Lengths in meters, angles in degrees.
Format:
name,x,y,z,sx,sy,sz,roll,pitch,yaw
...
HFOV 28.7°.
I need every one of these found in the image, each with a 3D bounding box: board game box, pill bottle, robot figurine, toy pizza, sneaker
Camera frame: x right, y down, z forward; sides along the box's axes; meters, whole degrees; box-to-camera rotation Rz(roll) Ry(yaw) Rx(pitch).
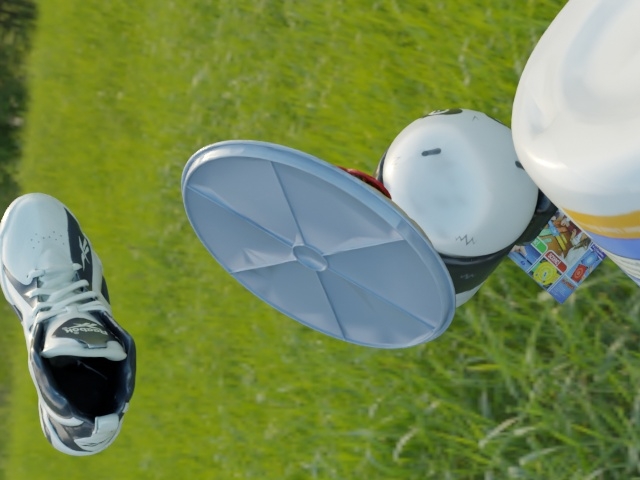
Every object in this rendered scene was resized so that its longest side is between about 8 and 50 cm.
name,x,y,z,sx,sy,sz,roll,pitch,yaw
board game box,0.292,-0.021,1.578,0.136,0.201,0.035,-47,39,4
pill bottle,0.219,-0.003,0.518,0.152,0.272,0.152,-37,29,25
robot figurine,0.127,-0.028,1.361,0.173,0.209,0.278,48,153,12
toy pizza,0.000,0.000,0.822,0.201,0.201,0.032,-5,45,47
sneaker,-0.209,0.063,1.051,0.153,0.094,0.235,154,110,-65
